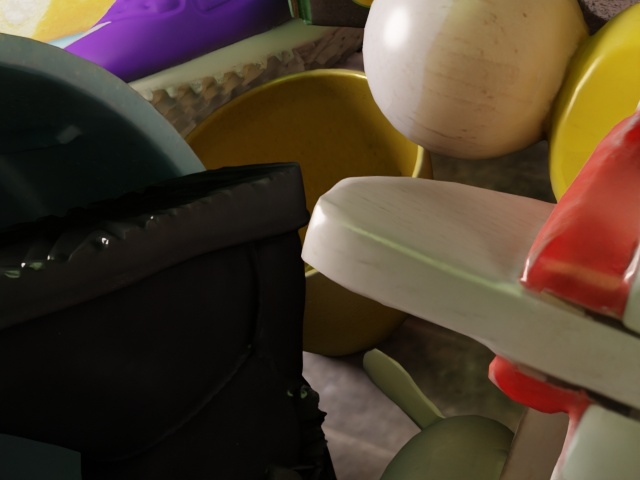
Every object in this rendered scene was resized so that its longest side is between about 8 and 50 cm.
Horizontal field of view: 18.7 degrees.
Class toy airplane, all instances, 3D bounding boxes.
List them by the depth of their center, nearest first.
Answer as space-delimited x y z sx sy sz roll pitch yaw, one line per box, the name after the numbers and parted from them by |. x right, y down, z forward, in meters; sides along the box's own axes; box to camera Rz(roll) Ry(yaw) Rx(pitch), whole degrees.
0.111 -0.024 0.678 0.272 0.384 0.386 32 71 30 | toy airplane

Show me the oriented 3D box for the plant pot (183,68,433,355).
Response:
0.000 0.000 0.917 0.134 0.095 0.134 -14 45 15 | plant pot

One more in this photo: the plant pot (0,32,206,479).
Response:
-0.250 0.089 0.817 0.334 0.341 0.341 2 51 38 | plant pot

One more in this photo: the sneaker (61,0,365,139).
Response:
-0.052 -0.145 0.994 0.293 0.102 0.146 -31 84 -33 | sneaker

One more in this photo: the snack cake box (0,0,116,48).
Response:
-0.171 -0.127 1.125 0.264 0.089 0.152 9 56 32 | snack cake box

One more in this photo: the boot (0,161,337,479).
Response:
-0.065 0.090 0.705 0.094 0.207 0.246 -6 8 32 | boot

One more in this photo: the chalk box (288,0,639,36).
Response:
0.070 -0.213 0.886 0.289 0.180 0.179 6 60 6 | chalk box
